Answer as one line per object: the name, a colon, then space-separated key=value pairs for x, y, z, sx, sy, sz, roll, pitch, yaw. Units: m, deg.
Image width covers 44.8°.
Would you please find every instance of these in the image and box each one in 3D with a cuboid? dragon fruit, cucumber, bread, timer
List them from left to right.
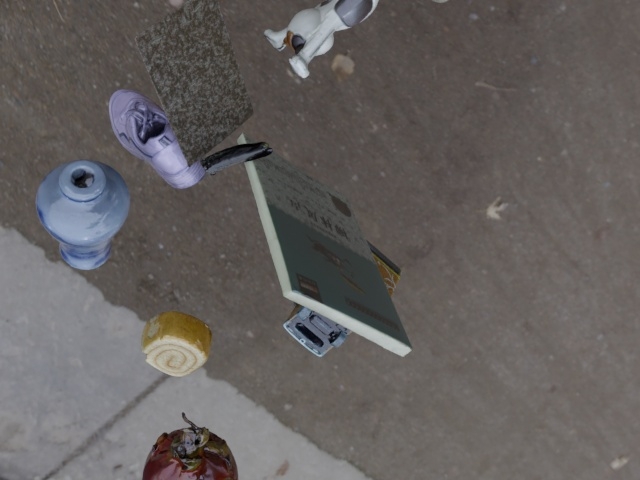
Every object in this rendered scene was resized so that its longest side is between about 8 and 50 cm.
bread: x=-0.265 y=0.185 z=1.421 sx=0.122 sy=0.073 sz=0.149 roll=29 pitch=140 yaw=-22
dragon fruit: x=-0.155 y=0.276 z=0.931 sx=0.125 sy=0.125 sz=0.246 roll=-37 pitch=156 yaw=-27
cucumber: x=-0.134 y=-0.133 z=1.221 sx=0.135 sy=0.034 sz=0.033 roll=-17 pitch=162 yaw=27
timer: x=0.054 y=-0.305 z=0.918 sx=0.266 sy=0.175 sz=0.175 roll=-39 pitch=132 yaw=5

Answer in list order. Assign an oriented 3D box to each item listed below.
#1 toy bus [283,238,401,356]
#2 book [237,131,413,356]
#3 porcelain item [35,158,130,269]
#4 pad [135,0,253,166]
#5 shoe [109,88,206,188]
toy bus: x=0.051 y=0.137 z=1.824 sx=0.138 sy=0.167 sz=0.275 roll=40 pitch=128 yaw=-7
book: x=0.000 y=0.000 z=1.232 sx=0.264 sy=0.379 sz=0.031 roll=29 pitch=117 yaw=-38
porcelain item: x=-0.380 y=-0.039 z=1.252 sx=0.141 sy=0.141 sz=0.259 roll=-14 pitch=160 yaw=-20
pad: x=-0.185 y=-0.247 z=1.189 sx=0.158 sy=0.003 sz=0.235 roll=-44 pitch=138 yaw=-27
shoe: x=-0.300 y=-0.197 z=1.328 sx=0.095 sy=0.245 sz=0.137 roll=-40 pitch=153 yaw=-11
